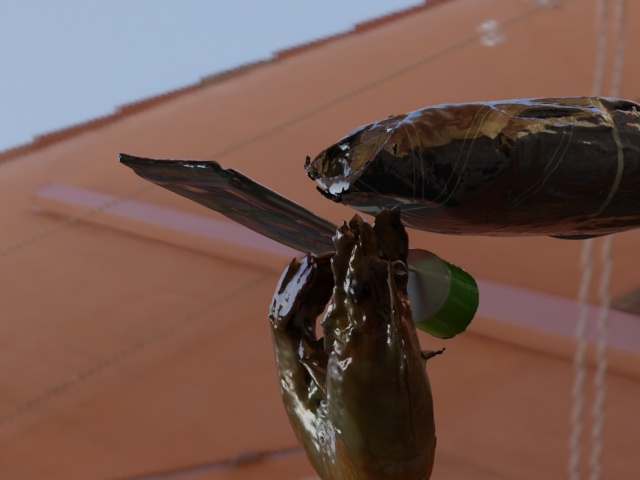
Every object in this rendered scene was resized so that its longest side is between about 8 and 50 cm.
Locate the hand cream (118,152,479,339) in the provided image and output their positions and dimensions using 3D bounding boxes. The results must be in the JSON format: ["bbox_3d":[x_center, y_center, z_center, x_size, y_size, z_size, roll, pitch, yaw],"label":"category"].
[{"bbox_3d":[0.000,-0.001,1.204,0.275,0.079,0.050,26,-131,-45],"label":"hand cream"}]

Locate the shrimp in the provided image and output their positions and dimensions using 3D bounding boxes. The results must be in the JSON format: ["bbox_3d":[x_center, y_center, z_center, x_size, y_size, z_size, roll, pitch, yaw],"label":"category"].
[{"bbox_3d":[0.018,0.063,1.096,0.068,0.150,0.249,-27,-28,-26],"label":"shrimp"}]

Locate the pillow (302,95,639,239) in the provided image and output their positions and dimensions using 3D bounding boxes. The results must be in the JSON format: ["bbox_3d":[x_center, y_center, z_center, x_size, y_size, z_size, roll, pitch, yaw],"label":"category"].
[{"bbox_3d":[0.141,-0.048,1.398,0.335,0.161,0.093,0,-102,-44],"label":"pillow"}]
